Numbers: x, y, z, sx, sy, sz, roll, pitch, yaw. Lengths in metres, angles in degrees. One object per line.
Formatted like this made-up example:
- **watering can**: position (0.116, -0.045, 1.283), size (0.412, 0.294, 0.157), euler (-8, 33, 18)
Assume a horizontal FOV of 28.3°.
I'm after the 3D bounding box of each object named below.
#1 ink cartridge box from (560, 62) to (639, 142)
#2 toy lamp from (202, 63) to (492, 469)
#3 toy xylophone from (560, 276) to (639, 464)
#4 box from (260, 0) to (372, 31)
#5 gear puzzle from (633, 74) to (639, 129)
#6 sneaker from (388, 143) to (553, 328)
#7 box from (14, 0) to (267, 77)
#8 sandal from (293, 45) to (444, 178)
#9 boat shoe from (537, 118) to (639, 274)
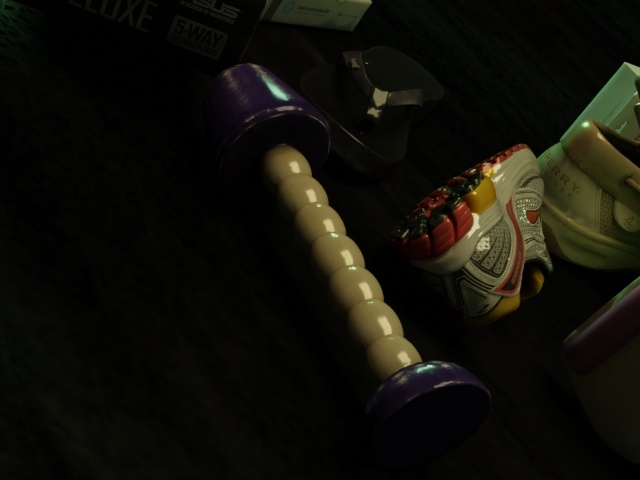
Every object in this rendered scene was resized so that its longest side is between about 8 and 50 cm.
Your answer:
- **ink cartridge box**: position (0.315, -0.111, 1.256), size (0.180, 0.104, 0.060), euler (9, 37, -44)
- **toy lamp**: position (0.000, 0.000, 0.720), size (0.080, 0.080, 0.275), euler (13, 35, -40)
- **toy xylophone**: position (0.334, 0.092, 0.823), size (0.322, 0.236, 0.081), euler (21, 48, -30)
- **box**: position (-0.058, -0.243, 1.087), size (0.145, 0.038, 0.186), euler (49, 27, 22)
- **gear puzzle**: position (0.354, 0.017, 1.021), size (0.175, 0.044, 0.339), euler (0, 71, -44)
- **sneaker**: position (0.114, -0.001, 0.877), size (0.093, 0.088, 0.225), euler (58, 27, -4)
- **box**: position (-0.141, -0.263, 0.865), size (0.242, 0.076, 0.307), euler (20, 42, -12)
- **sandal**: position (0.043, -0.119, 0.989), size (0.097, 0.054, 0.254), euler (37, 26, 0)
- **boat shoe**: position (0.307, -0.031, 1.108), size (0.341, 0.110, 0.121), euler (6, 40, -47)
